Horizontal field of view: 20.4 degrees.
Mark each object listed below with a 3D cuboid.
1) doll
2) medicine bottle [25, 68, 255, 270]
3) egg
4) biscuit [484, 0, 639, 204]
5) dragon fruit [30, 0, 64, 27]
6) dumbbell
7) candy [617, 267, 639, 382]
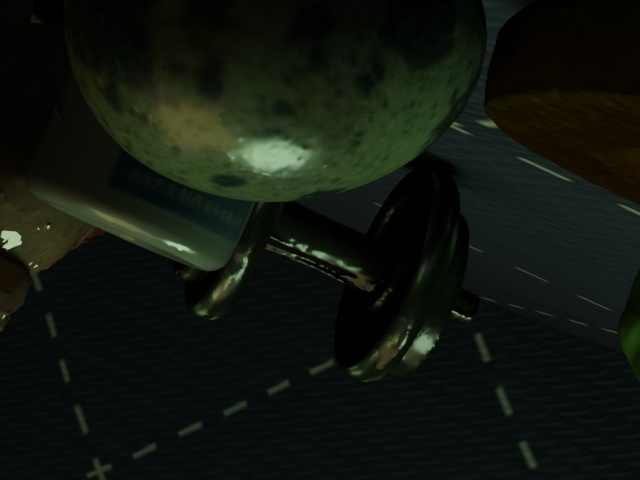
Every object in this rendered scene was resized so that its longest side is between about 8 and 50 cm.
[{"bbox_3d":[-0.224,-0.105,0.892,0.156,0.201,0.303,-29,106,36],"label":"doll"},{"bbox_3d":[-0.059,-0.079,0.817,0.105,0.168,0.105,22,176,2],"label":"medicine bottle"},{"bbox_3d":[-0.013,-0.085,0.700,0.181,0.141,0.141,4,-172,-35],"label":"egg"},{"bbox_3d":[0.235,-0.024,0.707,0.314,0.063,0.367,21,177,-21],"label":"biscuit"},{"bbox_3d":[-0.150,-0.126,1.097,0.295,0.130,0.268,25,170,-34],"label":"dragon fruit"},{"bbox_3d":[0.000,0.000,1.449,0.290,0.192,0.192,23,176,-13],"label":"dumbbell"},{"bbox_3d":[0.362,0.101,1.206,0.343,0.132,0.142,24,161,-20],"label":"candy"}]
